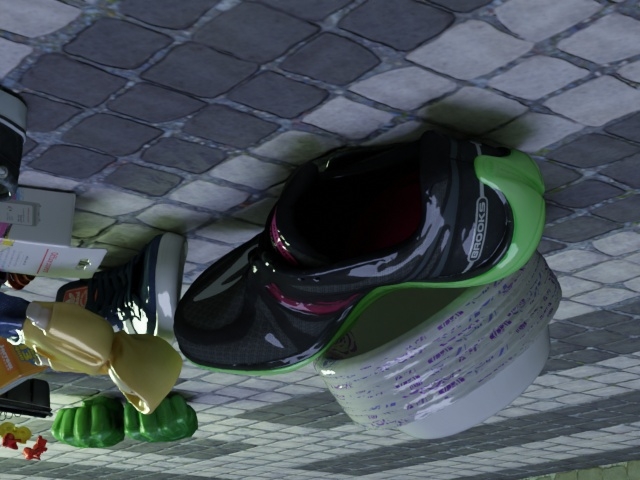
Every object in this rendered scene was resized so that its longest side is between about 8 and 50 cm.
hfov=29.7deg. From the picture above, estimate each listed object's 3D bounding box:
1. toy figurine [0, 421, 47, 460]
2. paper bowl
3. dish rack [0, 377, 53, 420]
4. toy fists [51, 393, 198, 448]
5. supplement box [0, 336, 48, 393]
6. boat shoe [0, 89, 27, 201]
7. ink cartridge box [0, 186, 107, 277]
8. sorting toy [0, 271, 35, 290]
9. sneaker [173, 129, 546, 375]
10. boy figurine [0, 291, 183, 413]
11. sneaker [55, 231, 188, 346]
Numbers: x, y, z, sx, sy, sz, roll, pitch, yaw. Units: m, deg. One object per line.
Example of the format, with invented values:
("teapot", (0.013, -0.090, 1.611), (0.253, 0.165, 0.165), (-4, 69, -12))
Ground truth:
("toy figurine", (-0.701, 0.426, 2.185), (0.362, 0.217, 0.191), (18, -179, -17))
("paper bowl", (0.143, 0.114, 1.363), (0.284, 0.148, 0.284), (-32, -169, 7))
("dish rack", (-0.629, 0.282, 2.155), (0.271, 0.074, 0.208), (-17, 153, 42))
("toy fists", (-0.377, 0.347, 2.321), (0.279, 0.096, 0.142), (-5, 170, 10))
("supplement box", (-0.526, 0.211, 1.827), (0.233, 0.078, 0.080), (-30, 173, 21))
("boat shoe", (-0.387, -0.104, 1.017), (0.113, 0.105, 0.306), (-15, 156, 34))
("ink cartridge box", (-0.341, -0.011, 1.339), (0.198, 0.067, 0.115), (8, 159, -19))
("sorting toy", (-0.379, 0.033, 1.475), (0.042, 0.061, 0.102), (-8, -178, 19))
("sneaker", (0.000, 0.000, 1.263), (0.482, 0.185, 0.202), (-29, 140, 36))
("boy figurine", (-0.304, 0.122, 1.409), (0.285, 0.092, 0.177), (22, 155, -6))
("sneaker", (-0.258, 0.080, 1.519), (0.148, 0.131, 0.350), (12, 154, -12))
